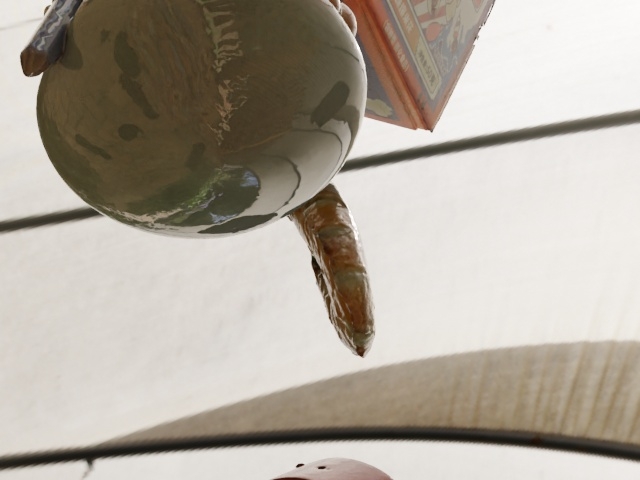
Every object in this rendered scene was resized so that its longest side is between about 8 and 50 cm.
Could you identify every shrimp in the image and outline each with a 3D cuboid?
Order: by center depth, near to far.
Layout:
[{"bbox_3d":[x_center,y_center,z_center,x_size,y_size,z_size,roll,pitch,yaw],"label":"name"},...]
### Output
[{"bbox_3d":[0.000,0.000,0.992,0.317,0.062,0.164,-115,-164,-47],"label":"shrimp"}]

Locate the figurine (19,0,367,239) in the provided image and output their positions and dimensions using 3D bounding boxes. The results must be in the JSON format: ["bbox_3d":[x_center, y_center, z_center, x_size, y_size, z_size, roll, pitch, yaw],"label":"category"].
[{"bbox_3d":[-0.104,-0.113,0.718,0.382,0.224,0.205,-150,-125,-74],"label":"figurine"}]

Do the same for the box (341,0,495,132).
[{"bbox_3d":[0.044,-0.369,1.102,0.256,0.319,0.349,17,-19,27],"label":"box"}]

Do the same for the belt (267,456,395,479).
[{"bbox_3d":[-0.016,0.422,1.240,0.323,0.115,0.227,-31,-106,35],"label":"belt"}]
